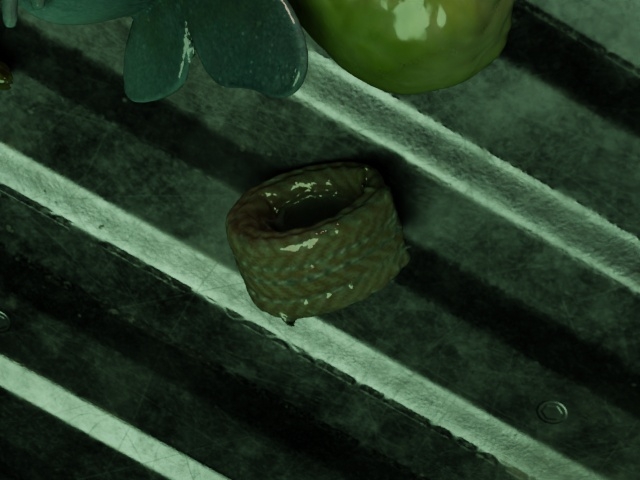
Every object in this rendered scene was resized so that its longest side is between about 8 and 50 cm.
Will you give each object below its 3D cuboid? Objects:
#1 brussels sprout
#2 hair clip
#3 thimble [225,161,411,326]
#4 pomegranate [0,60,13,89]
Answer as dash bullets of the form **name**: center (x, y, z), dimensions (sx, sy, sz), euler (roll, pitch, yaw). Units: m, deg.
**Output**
- **brussels sprout**: center (0.107, -0.310, 1.726), dimensions (0.316, 0.242, 0.274), euler (-10, 94, 20)
- **hair clip**: center (-0.209, -0.340, 1.694), dimensions (0.238, 0.392, 0.318), euler (10, 162, -43)
- **thimble**: center (-0.005, -0.001, 2.004), dimensions (0.229, 0.196, 0.148), euler (-22, 123, -4)
- **pomegranate**: center (-0.555, -0.286, 1.993), dimensions (0.222, 0.276, 0.204), euler (-27, 75, 52)
